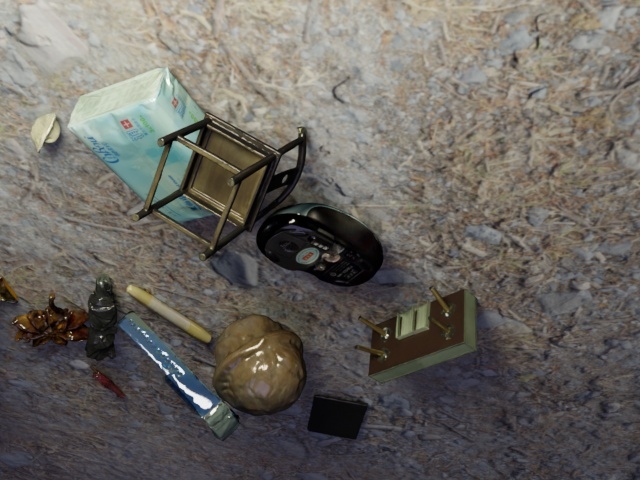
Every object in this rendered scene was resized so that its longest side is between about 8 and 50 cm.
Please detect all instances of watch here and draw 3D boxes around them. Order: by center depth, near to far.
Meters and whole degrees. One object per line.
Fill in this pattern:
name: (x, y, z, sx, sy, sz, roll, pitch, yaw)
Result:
watch: (-0.299, 0.301, 1.824, 0.274, 0.068, 0.276, 38, 162, 36)

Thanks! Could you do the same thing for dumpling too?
dumpling: (-0.447, -0.170, 1.349, 0.077, 0.059, 0.043, -20, 143, 30)

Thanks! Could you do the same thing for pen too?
pen: (-0.322, 0.158, 1.780, 0.233, 0.032, 0.040, 40, 156, -32)

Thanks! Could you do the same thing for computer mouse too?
computer mouse: (0.000, 0.000, 1.461, 0.233, 0.096, 0.137, 25, 145, -27)

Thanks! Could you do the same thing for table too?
table: (0.177, 0.176, 1.634, 0.240, 0.121, 0.111, -28, 130, 37)

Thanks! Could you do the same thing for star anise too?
star anise: (-0.562, 0.177, 1.808, 0.177, 0.073, 0.234, 20, 146, -41)

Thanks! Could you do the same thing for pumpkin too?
pumpkin: (-0.691, 0.101, 1.771, 0.073, 0.035, 0.101, -3, 147, -2)

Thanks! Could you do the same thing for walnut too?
walnut: (-0.127, 0.259, 1.729, 0.224, 0.224, 0.224, 5, 143, 4)

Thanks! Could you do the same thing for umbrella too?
umbrella: (-0.464, 0.165, 1.762, 0.066, 0.059, 0.235, -7, 135, -22)
umbrella: (-0.531, 0.356, 2.081, 0.027, 0.025, 0.165, -24, 138, 5)

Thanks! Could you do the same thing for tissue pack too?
tissue pack: (-0.246, -0.138, 1.329, 0.177, 0.089, 0.263, -13, 137, 25)

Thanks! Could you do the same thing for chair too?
chair: (-0.137, -0.097, 1.240, 0.141, 0.260, 0.154, 30, 118, 10)

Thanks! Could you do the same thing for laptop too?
laptop: (0.040, 0.443, 2.097, 0.135, 0.016, 0.197, 10, 141, -1)
